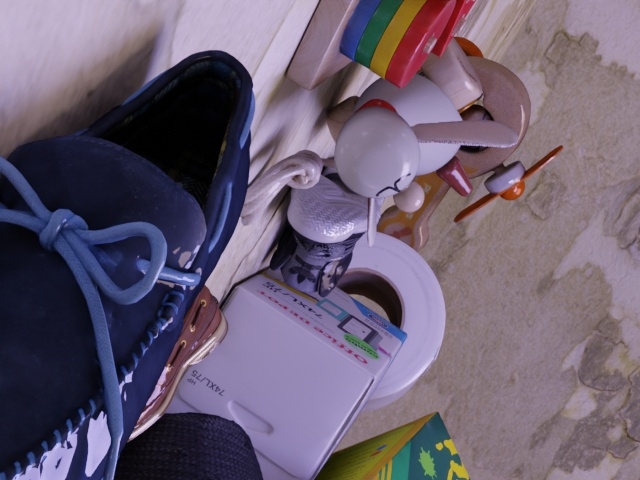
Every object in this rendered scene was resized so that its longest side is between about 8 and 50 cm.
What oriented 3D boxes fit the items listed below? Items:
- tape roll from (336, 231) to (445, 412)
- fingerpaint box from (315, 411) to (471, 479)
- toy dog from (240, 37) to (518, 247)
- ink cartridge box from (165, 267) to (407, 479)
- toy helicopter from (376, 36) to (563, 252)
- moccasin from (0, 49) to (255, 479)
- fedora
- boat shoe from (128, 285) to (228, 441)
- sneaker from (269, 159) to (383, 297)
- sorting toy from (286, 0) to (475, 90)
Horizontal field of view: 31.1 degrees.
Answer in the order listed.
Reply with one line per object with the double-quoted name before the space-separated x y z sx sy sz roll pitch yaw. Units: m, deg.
"tape roll" 0.053 0.122 1.684 0.246 0.246 0.169 -56 172 -13
"fingerpaint box" -0.060 0.417 1.444 0.444 0.163 0.371 -27 179 27
"toy dog" 0.088 -0.077 1.101 0.220 0.161 0.334 -31 -169 38
"ink cartridge box" -0.038 0.167 1.433 0.197 0.198 0.270 -58 174 12
"toy helicopter" 0.192 -0.102 1.676 0.140 0.235 0.355 -49 169 -53
"moccasin" -0.116 -0.001 0.518 0.342 0.137 0.117 -73 -174 -59
"fedora" -0.140 0.244 1.043 0.334 0.334 0.153 110 -16 -62
"boat shoe" -0.148 0.101 0.975 0.178 0.064 0.060 -50 138 -37
"sneaker" 0.000 0.000 1.333 0.153 0.101 0.268 -62 175 17
"sorting toy" 0.104 -0.252 0.981 0.255 0.089 0.257 -61 173 31
